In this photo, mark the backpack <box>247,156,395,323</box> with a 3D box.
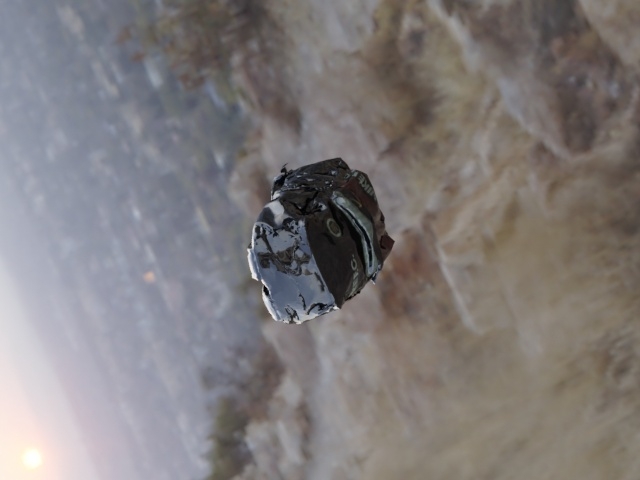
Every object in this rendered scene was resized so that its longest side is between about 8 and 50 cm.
[{"bbox_3d":[0.001,0.004,1.252,0.120,0.105,0.165,64,-159,-20],"label":"backpack"}]
